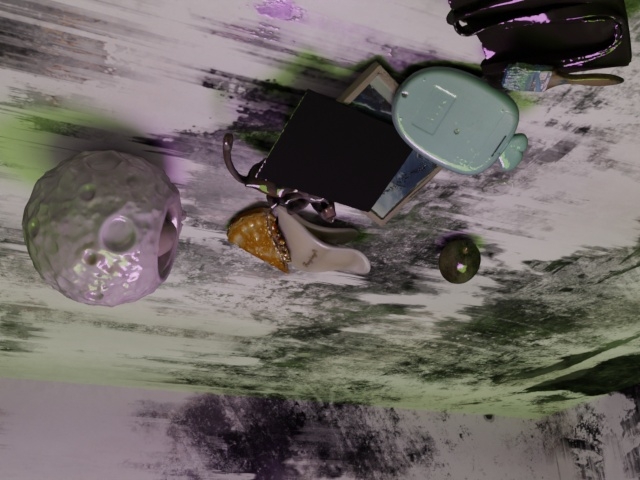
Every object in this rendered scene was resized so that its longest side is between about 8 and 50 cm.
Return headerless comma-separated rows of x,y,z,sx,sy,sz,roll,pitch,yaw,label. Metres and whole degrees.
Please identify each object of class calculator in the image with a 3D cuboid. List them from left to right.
0.275,-0.222,1.322,0.295,0.042,0.184,24,114,-16,calculator

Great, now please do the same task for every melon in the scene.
0.383,0.059,1.891,0.114,0.114,0.167,0,155,-3,melon

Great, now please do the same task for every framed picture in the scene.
0.118,-0.180,1.392,0.247,0.022,0.335,-43,136,13,framed picture

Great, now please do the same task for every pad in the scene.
0.040,-0.165,1.342,0.299,0.005,0.202,14,121,-37,pad

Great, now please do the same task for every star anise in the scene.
-0.026,-0.158,1.452,0.315,0.139,0.359,-22,147,-3,star anise

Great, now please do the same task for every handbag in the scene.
0.355,-0.356,1.113,0.256,0.114,0.285,-8,155,31,handbag

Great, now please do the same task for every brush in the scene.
0.403,-0.270,1.139,0.196,0.021,0.070,2,157,4,brush

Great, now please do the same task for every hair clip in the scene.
-0.006,0.015,1.789,0.281,0.113,0.172,9,150,-19,hair clip

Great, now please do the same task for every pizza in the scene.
-0.136,0.002,1.760,0.188,0.062,0.199,-22,114,46,pizza

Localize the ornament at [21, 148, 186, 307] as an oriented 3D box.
-0.460,-0.028,1.450,0.336,0.337,0.337,-1,152,-1,ornament
